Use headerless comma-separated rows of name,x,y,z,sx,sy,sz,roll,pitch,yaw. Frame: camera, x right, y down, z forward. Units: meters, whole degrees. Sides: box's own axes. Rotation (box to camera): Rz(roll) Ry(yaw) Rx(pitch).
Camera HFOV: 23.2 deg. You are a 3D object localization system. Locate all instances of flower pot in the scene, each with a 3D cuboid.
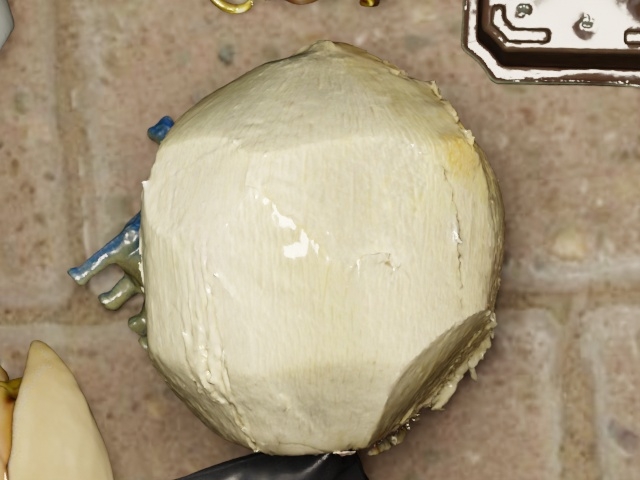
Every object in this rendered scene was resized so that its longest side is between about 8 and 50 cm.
flower pot,0.255,-0.237,1.476,0.251,0.084,0.178,3,92,12

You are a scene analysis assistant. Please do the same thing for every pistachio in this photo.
pistachio,-0.295,0.258,1.546,0.193,0.214,0.318,-4,73,3

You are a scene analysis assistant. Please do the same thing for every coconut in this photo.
coconut,0.000,0.000,1.408,0.346,0.346,0.360,-1,96,12

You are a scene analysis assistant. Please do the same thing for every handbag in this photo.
handbag,-0.051,0.296,1.531,0.254,0.088,0.211,-18,117,9

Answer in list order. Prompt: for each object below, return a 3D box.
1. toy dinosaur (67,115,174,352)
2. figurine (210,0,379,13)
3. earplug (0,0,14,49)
toy dinosaur,-0.138,0.020,1.577,0.248,0.075,0.188,45,93,13
figurine,-0.033,-0.307,1.509,0.263,0.142,0.189,6,125,10
earplug,-0.474,-0.218,1.584,0.326,0.214,0.175,-4,126,12
